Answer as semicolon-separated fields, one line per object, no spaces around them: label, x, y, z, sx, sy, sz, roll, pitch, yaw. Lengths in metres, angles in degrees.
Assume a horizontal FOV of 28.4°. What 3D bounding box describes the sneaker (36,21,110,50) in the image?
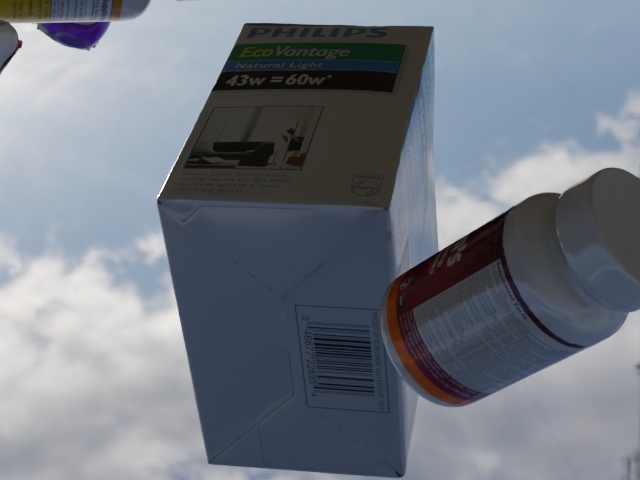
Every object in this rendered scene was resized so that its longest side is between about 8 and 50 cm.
sneaker;-0.250;-0.358;1.394;0.102;0.293;0.146;16;152;-25

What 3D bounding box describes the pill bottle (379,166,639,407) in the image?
pill bottle;0.157;0.037;0.962;0.221;0.121;0.121;-35;178;42

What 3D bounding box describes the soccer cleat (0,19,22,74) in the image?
soccer cleat;-0.197;-0.087;0.711;0.029;0.083;0.035;34;-165;12

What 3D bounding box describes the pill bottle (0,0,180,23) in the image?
pill bottle;-0.223;-0.262;1.121;0.246;0.136;0.136;-4;-159;-16

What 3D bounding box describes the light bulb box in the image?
light bulb box;0.000;0.000;1.364;0.225;0.357;0.361;3;-143;11
